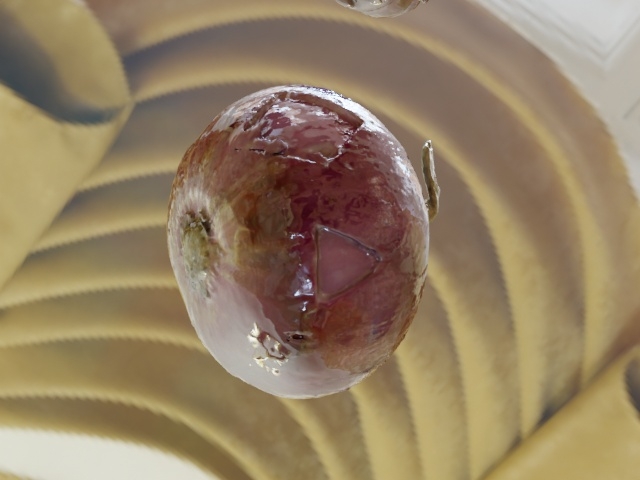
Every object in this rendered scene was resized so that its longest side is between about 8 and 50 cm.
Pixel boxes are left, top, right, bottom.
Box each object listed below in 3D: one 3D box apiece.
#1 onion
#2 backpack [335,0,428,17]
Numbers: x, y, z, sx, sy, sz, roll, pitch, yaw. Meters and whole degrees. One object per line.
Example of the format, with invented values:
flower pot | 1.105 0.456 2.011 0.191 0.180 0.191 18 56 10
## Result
onion | -0.010 0.002 0.877 0.153 0.177 0.177 22 -135 -25
backpack | 0.051 -0.305 1.390 0.139 0.229 0.229 -11 -119 -30
